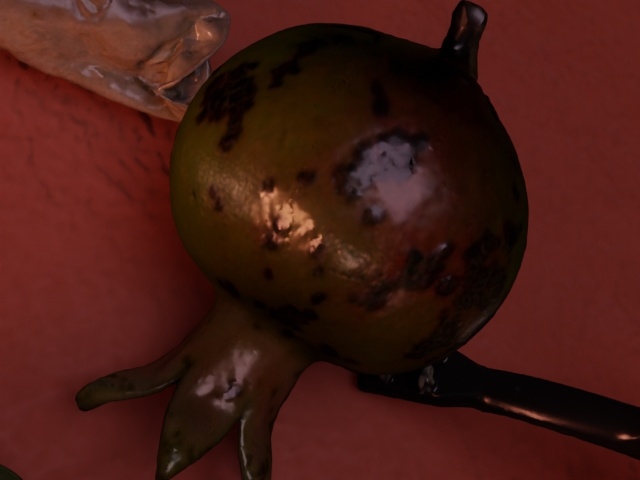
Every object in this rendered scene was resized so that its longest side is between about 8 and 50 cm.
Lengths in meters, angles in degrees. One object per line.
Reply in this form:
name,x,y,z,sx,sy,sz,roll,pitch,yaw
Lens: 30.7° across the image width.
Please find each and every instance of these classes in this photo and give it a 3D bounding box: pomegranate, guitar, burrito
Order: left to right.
burrito,-0.161,-0.135,0.487,0.275,0.059,0.082,26,75,-20
pomegranate,-0.004,0.007,0.484,0.156,0.156,0.220,39,69,-14
guitar,0.140,0.081,0.513,0.271,0.038,0.084,16,60,17

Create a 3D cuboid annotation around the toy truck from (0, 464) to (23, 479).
toy truck,-0.195,0.147,0.367,0.210,0.148,0.187,-6,84,-7
